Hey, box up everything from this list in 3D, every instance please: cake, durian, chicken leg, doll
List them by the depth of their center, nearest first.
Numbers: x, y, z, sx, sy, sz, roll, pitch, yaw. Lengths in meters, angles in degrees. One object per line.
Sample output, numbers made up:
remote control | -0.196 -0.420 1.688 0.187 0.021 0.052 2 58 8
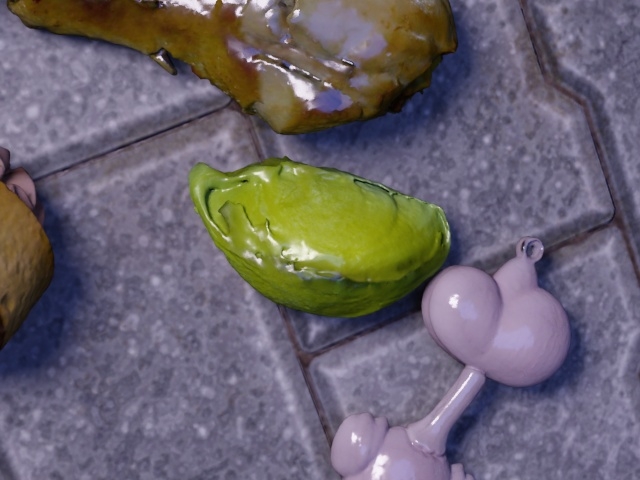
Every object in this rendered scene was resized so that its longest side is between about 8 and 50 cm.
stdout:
cake | -0.313 -0.016 1.097 0.207 0.185 0.178 24 52 -16
chicken leg | -0.084 -0.202 1.174 0.429 0.153 0.201 10 80 -11
durian | 0.000 0.000 1.233 0.250 0.101 0.139 4 59 -18
doll | 0.119 0.157 1.285 0.160 0.094 0.365 32 86 -15
